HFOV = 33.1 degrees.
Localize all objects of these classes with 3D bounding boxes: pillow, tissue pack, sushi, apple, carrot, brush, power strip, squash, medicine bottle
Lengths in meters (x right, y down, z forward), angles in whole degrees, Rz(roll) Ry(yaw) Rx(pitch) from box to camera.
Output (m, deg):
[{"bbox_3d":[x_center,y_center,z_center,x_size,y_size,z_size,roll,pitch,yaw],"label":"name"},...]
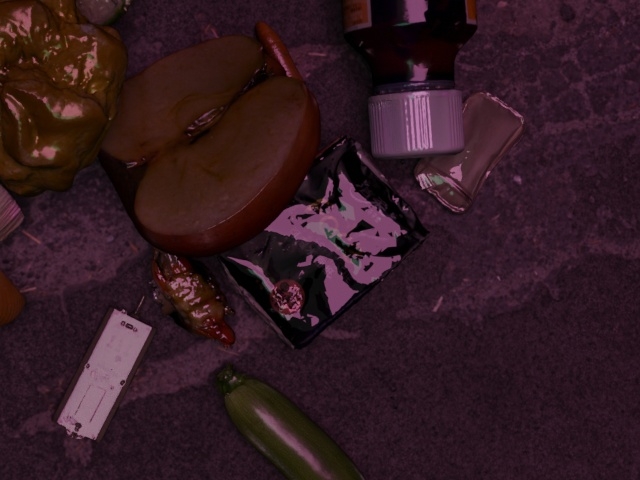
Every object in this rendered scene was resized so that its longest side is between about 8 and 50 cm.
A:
[{"bbox_3d":[0.275,-0.165,1.983,0.131,0.038,0.232,37,79,-3],"label":"pillow"},{"bbox_3d":[0.000,0.000,1.874,0.332,0.123,0.245,-40,97,-11],"label":"tissue pack"},{"bbox_3d":[-0.227,0.096,1.838,0.097,0.103,0.226,-37,91,-38],"label":"sushi"},{"bbox_3d":[-0.183,-0.162,1.763,0.365,0.295,0.328,-39,101,-9],"label":"apple"},{"bbox_3d":[-0.077,-0.330,1.919,0.048,0.048,0.139,-28,91,-12],"label":"carrot"},{"bbox_3d":[-0.554,0.002,1.749,0.166,0.174,0.266,-47,117,-19],"label":"brush"},{"bbox_3d":[-0.358,0.211,1.831,0.092,0.034,0.268,27,82,-8],"label":"power strip"},{"bbox_3d":[-0.032,0.364,1.852,0.107,0.107,0.395,-44,94,-11],"label":"squash"},{"bbox_3d":[0.151,-0.338,1.872,0.243,0.242,0.394,0,91,-11],"label":"medicine bottle"}]

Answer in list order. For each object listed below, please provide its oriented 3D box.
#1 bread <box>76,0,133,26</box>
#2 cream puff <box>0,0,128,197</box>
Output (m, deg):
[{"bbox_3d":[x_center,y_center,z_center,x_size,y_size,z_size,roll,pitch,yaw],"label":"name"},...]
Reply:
[{"bbox_3d":[-0.472,-0.479,1.734,0.382,0.129,0.366,21,110,-16],"label":"bread"},{"bbox_3d":[-0.458,-0.222,1.649,0.270,0.323,0.274,18,38,-37],"label":"cream puff"}]
